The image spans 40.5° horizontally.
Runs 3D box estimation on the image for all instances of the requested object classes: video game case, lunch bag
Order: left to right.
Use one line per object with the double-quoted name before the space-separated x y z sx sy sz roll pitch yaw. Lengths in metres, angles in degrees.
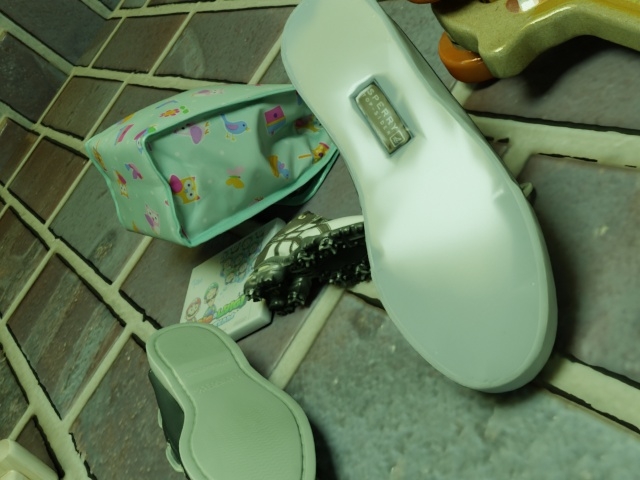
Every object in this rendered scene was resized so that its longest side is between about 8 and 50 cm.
"lunch bag" -0.112 -0.109 1.034 0.262 0.160 0.223 -29 20 -27
"video game case" -0.106 0.061 0.992 0.157 0.019 0.143 -30 37 35

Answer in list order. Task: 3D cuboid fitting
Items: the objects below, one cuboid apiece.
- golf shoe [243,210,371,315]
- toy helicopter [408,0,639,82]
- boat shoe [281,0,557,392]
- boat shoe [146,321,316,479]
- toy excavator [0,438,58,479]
"golf shoe" 0.000 0.000 0.853 0.198 0.077 0.094 -23 41 39
"toy helicopter" 0.240 -0.221 0.734 0.235 0.140 0.355 -44 41 -1
"boat shoe" 0.092 -0.041 0.720 0.135 0.156 0.367 -37 63 18
"boat shoe" -0.081 0.175 0.777 0.114 0.091 0.302 -11 25 -16
"toy excavator" -0.417 0.452 0.877 0.445 0.222 0.433 -48 23 -13
